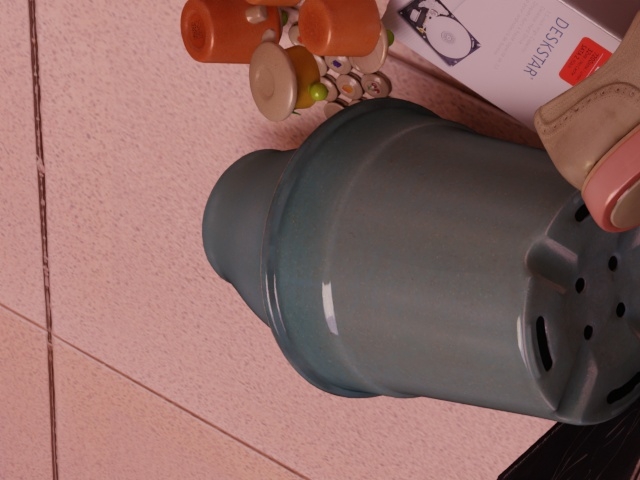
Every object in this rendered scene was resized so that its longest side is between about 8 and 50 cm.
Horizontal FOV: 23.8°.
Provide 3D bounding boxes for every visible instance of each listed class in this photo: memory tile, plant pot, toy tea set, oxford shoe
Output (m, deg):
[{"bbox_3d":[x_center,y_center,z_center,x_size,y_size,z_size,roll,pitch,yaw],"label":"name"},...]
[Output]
[{"bbox_3d":[0.028,-0.195,1.783,0.113,0.012,0.148,3,133,39],"label":"memory tile"},{"bbox_3d":[0.000,0.000,1.838,0.255,0.271,0.272,22,145,46],"label":"plant pot"},{"bbox_3d":[-0.031,-0.245,1.652,0.336,0.124,0.200,42,133,42],"label":"toy tea set"},{"bbox_3d":[0.350,-0.186,1.279,0.146,0.397,0.140,54,-174,29],"label":"oxford shoe"},{"bbox_3d":[0.171,0.034,1.581,0.334,0.341,0.341,13,140,48],"label":"plant pot"}]

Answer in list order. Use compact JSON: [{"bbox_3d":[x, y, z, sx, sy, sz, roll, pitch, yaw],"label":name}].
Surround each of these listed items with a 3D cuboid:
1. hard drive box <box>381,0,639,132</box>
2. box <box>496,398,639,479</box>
[{"bbox_3d":[0.198,-0.231,1.529,0.232,0.089,0.181,34,146,5],"label":"hard drive box"},{"bbox_3d":[0.348,0.351,1.619,0.297,0.472,0.480,40,129,1],"label":"box"}]
